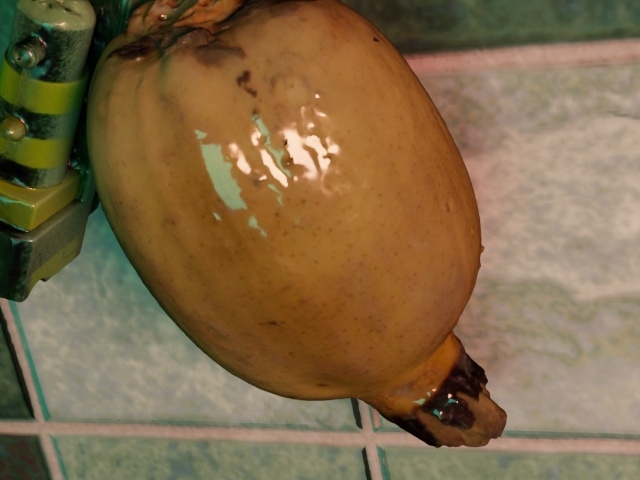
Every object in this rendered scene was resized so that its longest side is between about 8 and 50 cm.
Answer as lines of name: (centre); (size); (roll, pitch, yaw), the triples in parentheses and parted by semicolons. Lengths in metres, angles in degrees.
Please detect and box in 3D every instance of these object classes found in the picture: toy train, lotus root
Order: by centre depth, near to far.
lotus root: (0.000, 0.000, 0.779); (0.183, 0.183, 0.310); (-20, 115, 29)
toy train: (-0.148, -0.073, 0.816); (0.083, 0.132, 0.200); (23, 122, 11)
